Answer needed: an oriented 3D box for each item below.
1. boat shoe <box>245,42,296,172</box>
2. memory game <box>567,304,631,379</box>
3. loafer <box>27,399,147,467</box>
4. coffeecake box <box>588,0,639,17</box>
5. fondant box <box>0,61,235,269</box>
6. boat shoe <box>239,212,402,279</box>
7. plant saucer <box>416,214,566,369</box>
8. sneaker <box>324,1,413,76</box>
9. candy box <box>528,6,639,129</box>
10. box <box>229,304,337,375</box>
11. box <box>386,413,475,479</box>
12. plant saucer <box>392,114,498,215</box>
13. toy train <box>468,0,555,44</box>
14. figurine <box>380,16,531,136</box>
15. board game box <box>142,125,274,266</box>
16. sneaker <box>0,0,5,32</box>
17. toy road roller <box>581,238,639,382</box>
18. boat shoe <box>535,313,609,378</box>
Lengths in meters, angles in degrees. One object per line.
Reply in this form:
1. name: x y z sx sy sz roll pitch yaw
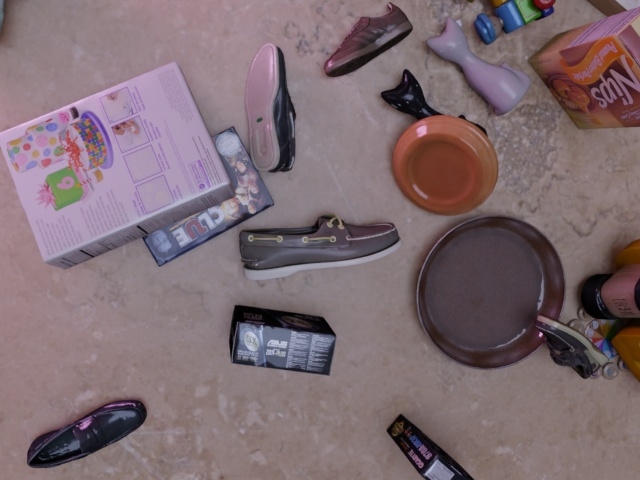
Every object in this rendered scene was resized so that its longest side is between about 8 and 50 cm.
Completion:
1. boat shoe: -0.085 -0.241 1.262 0.079 0.084 0.233 -2 90 -48
2. memory game: 0.601 0.205 1.443 0.186 0.012 0.186 -1 97 -9
3. loafer: -0.428 0.362 1.265 0.223 0.078 0.076 -22 100 -6
4. coffeecake box: 0.590 -0.542 1.325 0.142 0.068 0.186 33 91 -11
5. fondant box: -0.344 -0.127 1.177 0.330 0.096 0.238 -23 81 -5
6. boat shoe: 0.000 0.001 1.276 0.304 0.109 0.091 -10 103 -4
7. plant saucer: 0.335 0.102 1.371 0.310 0.050 0.311 -1 96 -10
8. sneaker: 0.077 -0.372 1.276 0.188 0.066 0.071 -31 84 -10
9. candy box: 0.517 -0.294 1.217 0.087 0.316 0.183 -42 101 -2
10. box: -0.074 0.181 1.265 0.180 0.147 0.078 9 96 -9
11. box: 0.230 0.434 1.306 0.175 0.220 0.051 42 86 -12
12. plant saucer: 0.227 -0.132 1.274 0.199 0.037 0.200 12 122 19
13. toy train: 0.317 -0.501 1.274 0.143 0.105 0.248 -30 100 3
14. figurine: 0.253 -0.284 1.298 0.209 0.092 0.215 39 89 -7
15. board game box: -0.228 -0.081 1.263 0.243 0.042 0.165 -29 100 -4
16. sneaker: -0.522 -0.412 1.150 0.255 0.094 0.151 -15 93 3
17. toy road roller: 0.712 0.139 1.353 0.240 0.202 0.330 -37 96 -19
18. boat shoe: 0.490 0.216 1.354 0.223 0.080 0.073 32 88 -35
